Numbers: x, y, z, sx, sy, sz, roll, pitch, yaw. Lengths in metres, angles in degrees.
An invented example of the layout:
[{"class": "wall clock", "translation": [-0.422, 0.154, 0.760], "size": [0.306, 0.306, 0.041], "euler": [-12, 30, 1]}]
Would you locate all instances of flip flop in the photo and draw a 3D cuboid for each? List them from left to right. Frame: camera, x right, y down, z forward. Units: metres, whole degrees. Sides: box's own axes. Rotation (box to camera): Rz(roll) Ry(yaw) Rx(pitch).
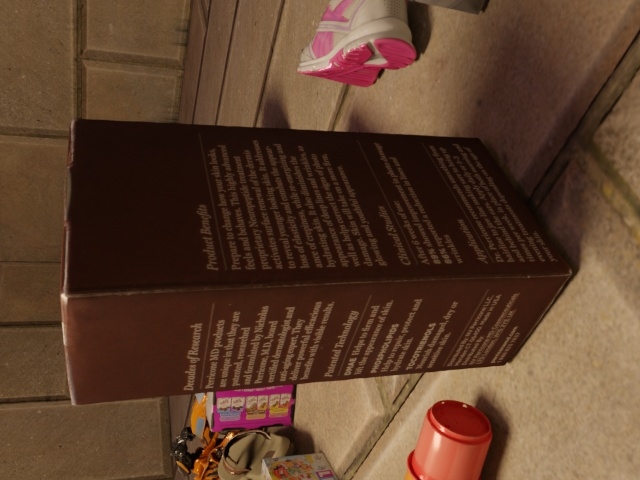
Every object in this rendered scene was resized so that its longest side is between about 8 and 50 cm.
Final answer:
[{"class": "flip flop", "translation": [-0.134, 0.392, 1.144], "size": [0.112, 0.080, 0.277], "euler": [-63, 13, -26]}]

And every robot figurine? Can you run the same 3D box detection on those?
[{"class": "robot figurine", "translation": [-0.192, 0.382, 1.293], "size": [0.085, 0.211, 0.291], "euler": [42, 123, 54]}]

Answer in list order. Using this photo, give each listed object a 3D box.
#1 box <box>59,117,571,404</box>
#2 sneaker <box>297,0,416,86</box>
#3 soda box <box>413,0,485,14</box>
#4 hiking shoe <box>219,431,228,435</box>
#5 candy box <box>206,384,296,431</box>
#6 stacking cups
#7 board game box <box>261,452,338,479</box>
[{"class": "box", "translation": [-0.012, 0.011, 0.534], "size": [0.191, 0.381, 0.143], "euler": [-108, 27, -43]}, {"class": "sneaker", "translation": [0.048, -0.274, 0.824], "size": [0.252, 0.102, 0.111], "euler": [6, 90, 64]}, {"class": "soda box", "translation": [0.098, -0.358, 0.670], "size": [0.091, 0.098, 0.286], "euler": [112, 151, -42]}, {"class": "hiking shoe", "translation": [-0.220, 0.369, 1.485], "size": [0.086, 0.114, 0.227], "euler": [-141, 55, -65]}, {"class": "candy box", "translation": [-0.125, 0.229, 1.167], "size": [0.071, 0.159, 0.234], "euler": [-148, 62, -66]}, {"class": "stacking cups", "translation": [0.109, 0.312, 0.639], "size": [0.096, 0.096, 0.316], "euler": [-127, 48, -60]}, {"class": "board game box", "translation": [-0.021, 0.379, 0.947], "size": [0.154, 0.103, 0.026], "euler": [-143, 57, -66]}]
